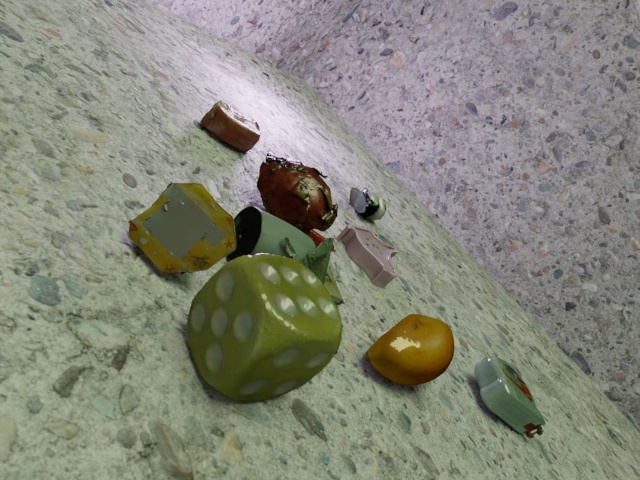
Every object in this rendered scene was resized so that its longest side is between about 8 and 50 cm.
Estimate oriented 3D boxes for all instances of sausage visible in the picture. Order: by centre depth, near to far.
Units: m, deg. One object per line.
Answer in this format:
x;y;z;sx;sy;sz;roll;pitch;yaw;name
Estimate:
0.000;0.000;1.792;0.145;0.050;0.048;33;-18;-19;sausage

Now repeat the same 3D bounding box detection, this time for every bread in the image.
-0.351;-0.452;1.945;0.244;0.123;0.190;18;33;-43;bread

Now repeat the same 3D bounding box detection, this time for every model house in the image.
-0.315;-0.008;1.181;0.219;0.207;0.136;42;-15;2;model house

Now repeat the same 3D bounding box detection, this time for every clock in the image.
0.232;0.065;2.014;0.290;0.080;0.275;6;42;-54;clock

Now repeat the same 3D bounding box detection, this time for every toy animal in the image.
0.245;-0.182;2.411;0.179;0.138;0.165;14;51;-40;toy animal

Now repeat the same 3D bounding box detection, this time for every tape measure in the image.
0.668;0.556;1.777;0.243;0.125;0.246;40;24;-24;tape measure

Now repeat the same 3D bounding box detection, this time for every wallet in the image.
0.006;0.132;1.571;0.110;0.039;0.155;27;27;-40;wallet

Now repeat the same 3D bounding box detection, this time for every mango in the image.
0.271;0.324;1.471;0.199;0.201;0.350;25;16;39;mango

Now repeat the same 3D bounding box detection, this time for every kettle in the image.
-0.139;0.003;1.413;0.236;0.161;0.221;24;19;-39;kettle

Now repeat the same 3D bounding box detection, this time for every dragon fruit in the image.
-0.082;-0.153;1.707;0.315;0.250;0.250;23;23;0;dragon fruit

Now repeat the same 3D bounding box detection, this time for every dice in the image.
-0.114;0.180;1.025;0.238;0.233;0.226;13;36;-49;dice

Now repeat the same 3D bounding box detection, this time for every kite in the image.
-0.053;0.105;1.361;0.323;0.013;0.267;-37;121;-32;kite

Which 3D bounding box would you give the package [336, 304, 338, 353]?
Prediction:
-0.038;0.204;1.327;0.239;0.030;0.154;32;49;-36;package

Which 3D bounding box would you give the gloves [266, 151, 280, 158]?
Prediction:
-0.197;-0.359;2.152;0.086;0.026;0.064;30;23;-26;gloves
